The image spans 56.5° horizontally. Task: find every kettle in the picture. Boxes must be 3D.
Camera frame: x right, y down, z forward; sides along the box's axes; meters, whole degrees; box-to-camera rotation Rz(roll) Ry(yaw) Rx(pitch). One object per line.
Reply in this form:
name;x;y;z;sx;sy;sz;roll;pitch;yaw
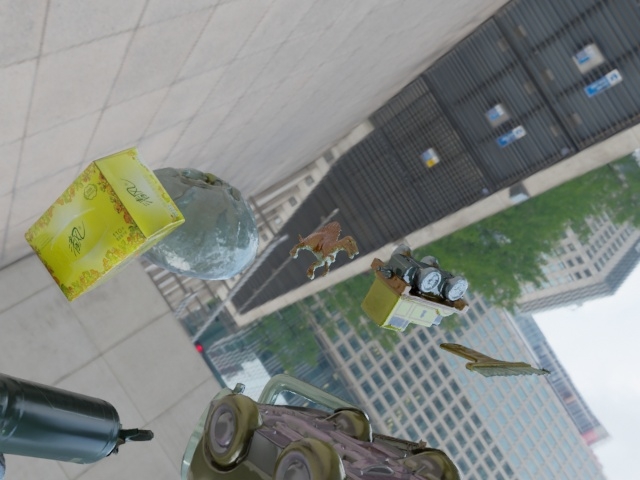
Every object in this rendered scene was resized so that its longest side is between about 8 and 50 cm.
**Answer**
kettle;-0.085;0.435;1.224;0.205;0.317;0.265;93;23;-50

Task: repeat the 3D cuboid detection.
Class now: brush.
brush;0.204;0.153;0.771;0.082;0.010;0.218;2;178;-11

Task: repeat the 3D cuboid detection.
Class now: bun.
bun;-0.312;-0.055;1.420;0.362;0.361;0.211;-36;146;-64

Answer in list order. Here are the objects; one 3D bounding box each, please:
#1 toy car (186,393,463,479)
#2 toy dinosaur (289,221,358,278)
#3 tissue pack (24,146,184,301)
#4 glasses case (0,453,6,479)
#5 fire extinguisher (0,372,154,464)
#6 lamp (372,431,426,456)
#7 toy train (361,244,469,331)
toy car;-0.004;0.327;0.708;0.242;0.226;0.336;18;175;-37
toy dinosaur;0.000;0.001;1.293;0.142;0.057;0.212;-47;-141;19
tissue pack;-0.239;-0.013;0.647;0.176;0.095;0.062;-30;-175;35
glasses case;-0.518;0.238;0.772;0.122;0.321;0.082;-22;-142;-22
fire extinguisher;-0.363;0.254;0.826;0.114;0.095;0.311;-12;152;15
lamp;0.106;0.541;1.540;0.089;0.325;0.090;-73;174;-58
toy train;0.155;0.088;0.975;0.219;0.089;0.127;19;107;-42
